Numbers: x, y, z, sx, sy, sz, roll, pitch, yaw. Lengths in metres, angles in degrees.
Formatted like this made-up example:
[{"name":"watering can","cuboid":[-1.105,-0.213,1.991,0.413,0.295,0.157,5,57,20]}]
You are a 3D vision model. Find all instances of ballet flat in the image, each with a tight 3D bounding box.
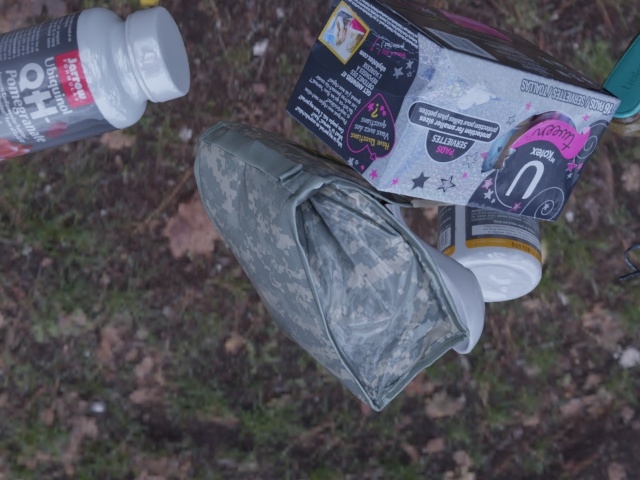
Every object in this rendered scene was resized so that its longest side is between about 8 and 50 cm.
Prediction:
[{"name":"ballet flat","cuboid":[0.481,-0.275,1.530,0.124,0.116,0.342,26,96,-49]}]

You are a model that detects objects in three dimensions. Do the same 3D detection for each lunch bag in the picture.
[{"name":"lunch bag","cuboid":[0.000,0.000,1.293,0.169,0.235,0.287,-39,124,-12]}]

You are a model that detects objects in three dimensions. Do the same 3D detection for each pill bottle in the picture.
[{"name":"pill bottle","cuboid":[0.265,-0.057,1.892,0.162,0.278,0.162,3,152,2]},{"name":"pill bottle","cuboid":[-0.357,-0.232,1.716,0.319,0.176,0.176,-14,131,12]}]

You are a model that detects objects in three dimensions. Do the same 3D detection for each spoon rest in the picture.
[{"name":"spoon rest","cuboid":[0.150,0.021,1.610,0.084,0.276,0.137,-14,172,-12]}]

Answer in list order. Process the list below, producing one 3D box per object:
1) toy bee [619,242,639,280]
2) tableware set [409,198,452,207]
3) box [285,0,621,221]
[{"name":"toy bee","cuboid":[0.446,0.130,1.291,0.298,0.162,0.195,10,151,-9]},{"name":"tableware set","cuboid":[0.194,-0.108,1.501,0.194,0.039,0.128,-4,96,-36]},{"name":"box","cuboid":[0.124,-0.122,1.115,0.247,0.163,0.142,6,117,-41]}]
